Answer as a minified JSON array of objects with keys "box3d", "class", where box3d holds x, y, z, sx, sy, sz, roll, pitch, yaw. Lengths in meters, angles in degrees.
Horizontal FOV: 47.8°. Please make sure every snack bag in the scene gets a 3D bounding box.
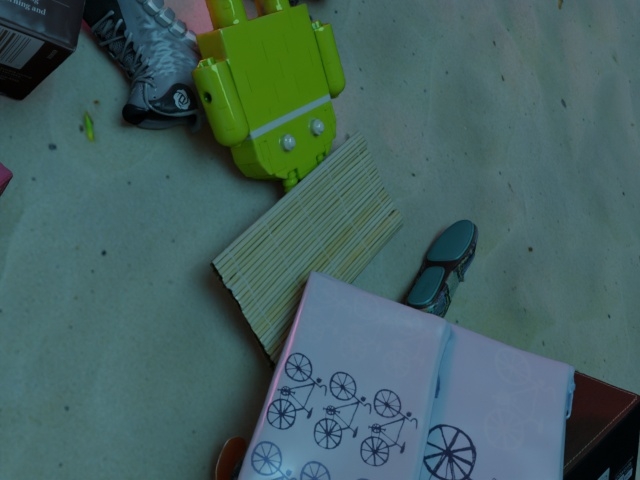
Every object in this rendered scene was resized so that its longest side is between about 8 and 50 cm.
[{"box3d":[0.106,0.208,0.753,0.342,0.037,0.323,21,51,0],"class":"snack bag"}]

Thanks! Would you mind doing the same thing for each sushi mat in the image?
[{"box3d":[0.000,0.000,0.890,0.316,0.019,0.151,-45,114,-40],"class":"sushi mat"}]

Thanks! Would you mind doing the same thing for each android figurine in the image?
[{"box3d":[-0.055,-0.186,0.882,0.248,0.056,0.273,-34,114,-47],"class":"android figurine"}]

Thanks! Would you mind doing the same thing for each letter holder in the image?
[{"box3d":[0.232,0.289,0.921,0.301,0.214,0.152,-25,121,-36],"class":"letter holder"}]

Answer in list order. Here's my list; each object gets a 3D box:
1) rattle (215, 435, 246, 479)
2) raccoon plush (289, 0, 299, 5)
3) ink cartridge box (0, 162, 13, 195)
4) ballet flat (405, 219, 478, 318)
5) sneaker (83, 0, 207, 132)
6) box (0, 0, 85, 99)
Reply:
[{"box3d":[-0.124,0.314,0.719,0.130,0.142,0.200,36,32,-58],"class":"rattle"},{"box3d":[-0.024,-0.523,0.920,0.216,0.299,0.447,-10,79,-37],"class":"raccoon plush"},{"box3d":[-0.394,-0.026,0.563,0.172,0.100,0.237,42,36,-13],"class":"ink cartridge box"},{"box3d":[0.174,0.050,1.014,0.070,0.070,0.188,48,55,-12],"class":"ballet flat"},{"box3d":[-0.210,-0.204,0.812,0.228,0.086,0.132,33,60,-22],"class":"sneaker"},{"box3d":[-0.320,-0.270,0.681,0.168,0.167,0.203,16,73,-35],"class":"box"}]
